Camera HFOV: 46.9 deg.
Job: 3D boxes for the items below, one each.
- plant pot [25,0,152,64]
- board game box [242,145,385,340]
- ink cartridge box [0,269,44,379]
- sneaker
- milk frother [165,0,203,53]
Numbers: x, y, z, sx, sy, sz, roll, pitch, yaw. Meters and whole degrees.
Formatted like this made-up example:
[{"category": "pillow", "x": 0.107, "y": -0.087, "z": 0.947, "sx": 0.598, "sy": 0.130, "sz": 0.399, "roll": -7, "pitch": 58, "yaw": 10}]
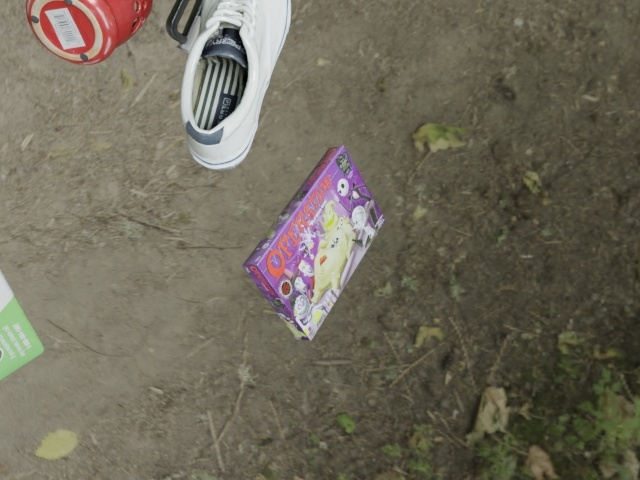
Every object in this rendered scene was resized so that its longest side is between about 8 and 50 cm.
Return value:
[{"category": "plant pot", "x": -0.423, "y": -0.430, "z": 1.349, "sx": 0.191, "sy": 0.191, "sz": 0.174, "roll": 37, "pitch": 40, "yaw": -22}, {"category": "board game box", "x": 0.000, "y": 0.000, "z": 1.457, "sx": 0.208, "sy": 0.056, "sz": 0.347, "roll": 54, "pitch": 51, "yaw": -27}, {"category": "ink cartridge box", "x": -0.357, "y": 0.077, "z": 0.501, "sx": 0.272, "sy": 0.198, "sz": 0.115, "roll": -36, "pitch": 68, "yaw": -24}, {"category": "sneaker", "x": -0.080, "y": -0.200, "z": 0.729, "sx": 0.094, "sy": 0.091, "sz": 0.258, "roll": 6, "pitch": 77, "yaw": -3}, {"category": "milk frother", "x": -0.260, "y": -0.460, "z": 1.540, "sx": 0.129, "sy": 0.143, "sz": 0.135, "roll": 22, "pitch": 101, "yaw": -23}]
